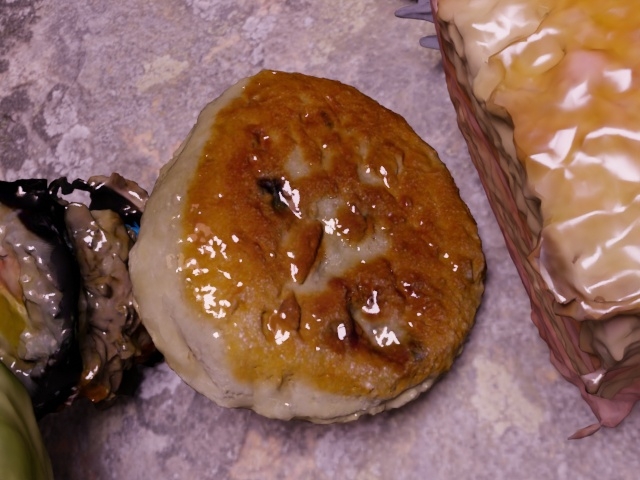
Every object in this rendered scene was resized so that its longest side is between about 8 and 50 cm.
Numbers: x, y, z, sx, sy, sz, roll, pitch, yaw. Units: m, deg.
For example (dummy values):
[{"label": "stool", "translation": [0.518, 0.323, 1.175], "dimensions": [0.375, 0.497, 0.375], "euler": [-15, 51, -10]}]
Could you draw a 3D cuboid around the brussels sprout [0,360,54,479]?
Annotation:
[{"label": "brussels sprout", "translation": [-0.310, 0.202, 0.410], "dimensions": [0.289, 0.281, 0.355], "euler": [-24, 98, 1]}]

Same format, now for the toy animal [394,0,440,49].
[{"label": "toy animal", "translation": [0.134, -0.258, 0.668], "dimensions": [0.366, 0.081, 0.206], "euler": [-3, 50, 20]}]

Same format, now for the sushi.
[{"label": "sushi", "translation": [-0.236, 0.046, 0.621], "dimensions": [0.238, 0.218, 0.225], "euler": [-32, 81, 40]}]

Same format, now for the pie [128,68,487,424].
[{"label": "pie", "translation": [0.000, 0.000, 0.556], "dimensions": [0.314, 0.092, 0.316], "euler": [7, 65, -14]}]

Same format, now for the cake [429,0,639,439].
[{"label": "cake", "translation": [0.252, -0.073, 0.427], "dimensions": [0.314, 0.307, 0.293], "euler": [-22, 61, 12]}]
